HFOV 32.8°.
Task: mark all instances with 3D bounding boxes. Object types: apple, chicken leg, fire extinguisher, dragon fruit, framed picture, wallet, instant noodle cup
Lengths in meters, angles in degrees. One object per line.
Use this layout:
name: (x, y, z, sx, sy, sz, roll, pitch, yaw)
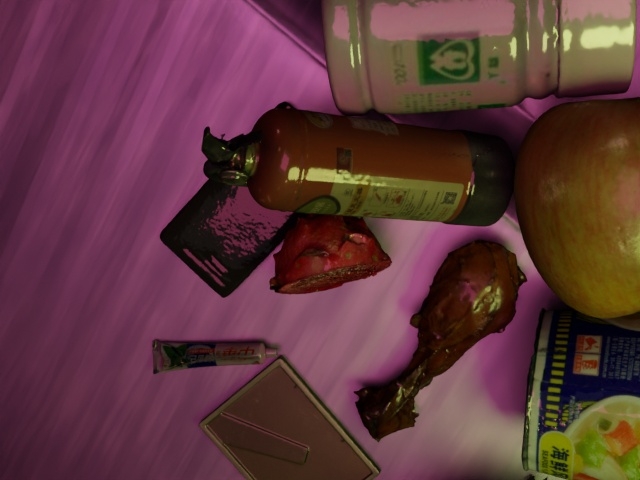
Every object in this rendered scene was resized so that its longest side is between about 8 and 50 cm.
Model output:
apple: (0.344, -0.038, 1.204, 0.264, 0.264, 0.264, 1, 100, 8)
chicken leg: (0.146, 0.134, 1.350, 0.113, 0.093, 0.304, 30, 107, -9)
fire extinguisher: (0.019, -0.069, 1.246, 0.376, 0.200, 0.113, 5, 61, -24)
dragon fruit: (0.000, 0.000, 1.327, 0.153, 0.153, 0.111, -18, 76, 10)
framed picture: (-0.041, 0.271, 1.430, 0.150, 0.015, 0.203, -41, 92, 12)
wallet: (-0.085, -0.049, 1.377, 0.124, 0.025, 0.244, 44, 103, -1)
instant noodle cup: (0.398, 0.187, 1.243, 0.312, 0.284, 0.284, 6, 100, 15)

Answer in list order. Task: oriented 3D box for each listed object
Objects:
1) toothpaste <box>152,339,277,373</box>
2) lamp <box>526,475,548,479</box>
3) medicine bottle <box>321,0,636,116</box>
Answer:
toothpaste: (-0.139, 0.149, 1.417, 0.170, 0.028, 0.045, -3, 88, 12)
lamp: (0.227, 0.411, 1.315, 0.250, 0.250, 0.284, 15, 60, 5)
medicine bottle: (0.173, -0.252, 1.214, 0.325, 0.212, 0.212, -4, 99, 8)
